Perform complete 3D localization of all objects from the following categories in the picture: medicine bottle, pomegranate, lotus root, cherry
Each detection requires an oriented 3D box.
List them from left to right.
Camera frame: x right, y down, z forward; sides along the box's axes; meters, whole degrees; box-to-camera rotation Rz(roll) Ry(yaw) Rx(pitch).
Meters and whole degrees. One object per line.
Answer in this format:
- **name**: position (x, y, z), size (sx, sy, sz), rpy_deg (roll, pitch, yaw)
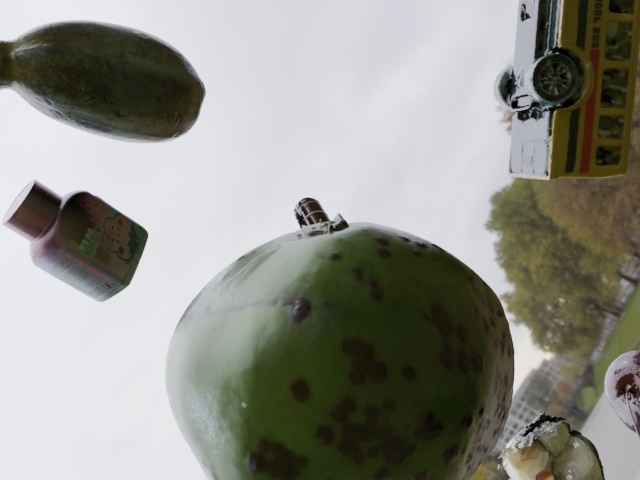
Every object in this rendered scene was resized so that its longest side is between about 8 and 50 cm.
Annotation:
- **medicine bottle**: position (-0.364, -0.007, 1.012), size (0.188, 0.094, 0.119), rpy_deg (38, -137, -29)
- **lotus root**: position (-0.304, -0.222, 0.930), size (0.322, 0.140, 0.158), rpy_deg (3, -96, -44)
- **pomegranate**: position (0.014, 0.112, 0.508), size (0.254, 0.254, 0.271), rpy_deg (-29, -55, -49)
- **cherry**: position (0.496, 0.256, 1.008), size (0.115, 0.188, 0.148), rpy_deg (-16, -34, 5)

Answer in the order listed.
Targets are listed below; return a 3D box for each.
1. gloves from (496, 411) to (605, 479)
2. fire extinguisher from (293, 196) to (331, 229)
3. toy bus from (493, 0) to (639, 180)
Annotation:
- **gloves**: position (0.300, 0.286, 0.886), size (0.153, 0.114, 0.070), rpy_deg (-9, -35, -36)
- **fire extinguisher**: position (0.000, 0.000, 0.976), size (0.078, 0.157, 0.045), rpy_deg (-10, -47, -20)
- **toy bus**: position (0.262, -0.231, 0.710), size (0.121, 0.122, 0.336), rpy_deg (-122, 35, -81)
